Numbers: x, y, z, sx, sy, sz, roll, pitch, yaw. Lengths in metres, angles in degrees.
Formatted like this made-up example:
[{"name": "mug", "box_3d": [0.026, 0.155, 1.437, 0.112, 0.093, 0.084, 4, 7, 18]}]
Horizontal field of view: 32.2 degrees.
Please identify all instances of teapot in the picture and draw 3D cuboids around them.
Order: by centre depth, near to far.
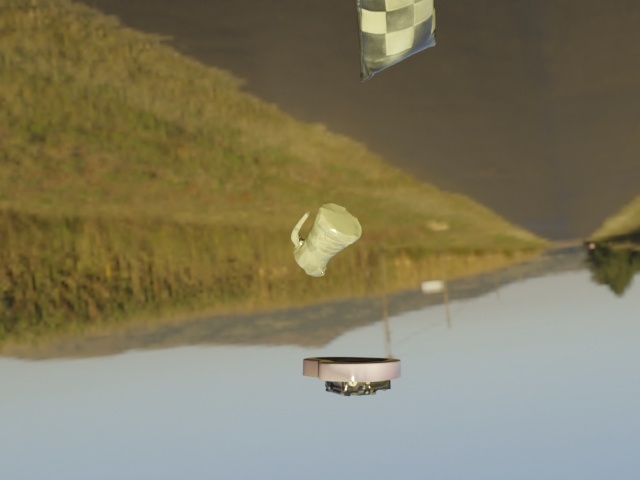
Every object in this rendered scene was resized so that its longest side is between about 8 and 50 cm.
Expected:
[{"name": "teapot", "box_3d": [0.000, 0.000, 1.267, 0.083, 0.067, 0.057, -53, -177, 34]}]

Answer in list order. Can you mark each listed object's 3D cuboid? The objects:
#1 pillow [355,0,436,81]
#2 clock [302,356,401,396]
[{"name": "pillow", "box_3d": [0.133, -0.422, 1.983, 0.186, 0.250, 0.106, -28, -134, -23]}, {"name": "clock", "box_3d": [0.065, 0.242, 1.974, 0.172, 0.064, 0.198, 2, 178, -20]}]
